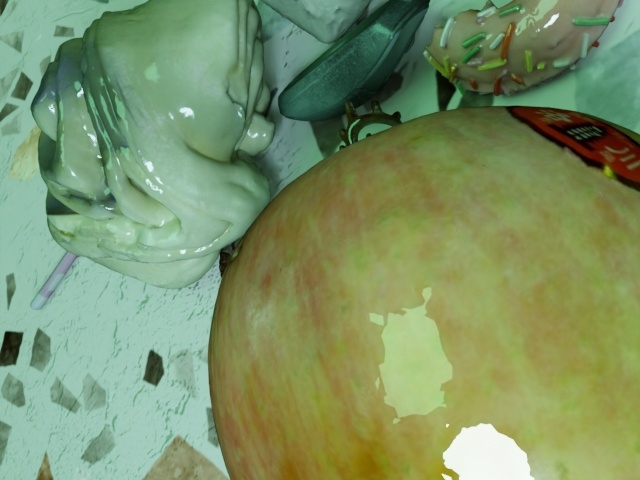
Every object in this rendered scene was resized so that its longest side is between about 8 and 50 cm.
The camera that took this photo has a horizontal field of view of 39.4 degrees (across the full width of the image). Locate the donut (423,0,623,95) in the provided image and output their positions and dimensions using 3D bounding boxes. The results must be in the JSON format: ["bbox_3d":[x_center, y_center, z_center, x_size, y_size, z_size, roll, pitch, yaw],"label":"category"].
[{"bbox_3d":[0.194,-0.257,0.860,0.199,0.085,0.232,4,84,40],"label":"donut"}]

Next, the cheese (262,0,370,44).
[{"bbox_3d":[-0.013,-0.346,1.006,0.198,0.189,0.154,-61,19,9],"label":"cheese"}]

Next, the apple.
[{"bbox_3d":[0.128,0.110,0.617,0.391,0.392,0.346,-32,61,31],"label":"apple"}]

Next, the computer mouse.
[{"bbox_3d":[0.047,-0.190,0.962,0.229,0.068,0.113,-32,18,38],"label":"computer mouse"}]

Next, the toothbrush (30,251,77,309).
[{"bbox_3d":[-0.347,-0.002,1.302,0.286,0.020,0.025,-52,58,18],"label":"toothbrush"}]

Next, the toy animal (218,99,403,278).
[{"bbox_3d":[-0.008,-0.011,0.894,0.244,0.087,0.259,-22,47,14],"label":"toy animal"}]

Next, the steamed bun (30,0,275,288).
[{"bbox_3d":[-0.215,-0.123,1.050,0.352,0.247,0.339,-20,70,44],"label":"steamed bun"}]
